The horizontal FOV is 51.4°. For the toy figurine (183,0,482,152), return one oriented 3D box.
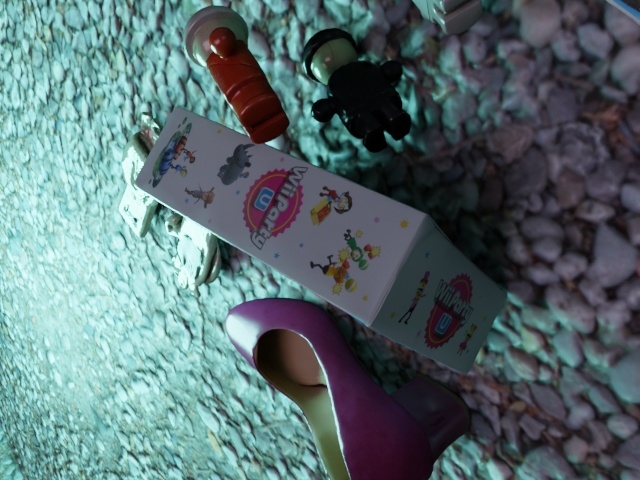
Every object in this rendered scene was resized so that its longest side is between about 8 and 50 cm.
[{"bbox_3d":[0.007,-0.194,0.571,0.148,0.213,0.210,60,136,32],"label":"toy figurine"}]

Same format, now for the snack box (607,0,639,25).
[{"bbox_3d":[0.266,-0.286,0.376,0.187,0.060,0.322,47,134,20],"label":"snack box"}]

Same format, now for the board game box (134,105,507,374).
[{"bbox_3d":[0.000,0.000,0.641,0.303,0.224,0.098,26,86,36],"label":"board game box"}]

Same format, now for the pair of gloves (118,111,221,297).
[{"bbox_3d":[-0.214,-0.048,0.971,0.240,0.042,0.204,44,136,26],"label":"pair of gloves"}]

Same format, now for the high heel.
[{"bbox_3d":[-0.028,0.169,0.771,0.377,0.181,0.127,15,116,41],"label":"high heel"}]
